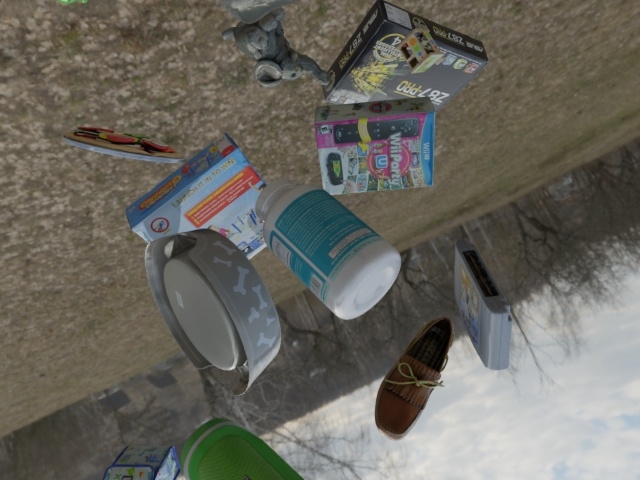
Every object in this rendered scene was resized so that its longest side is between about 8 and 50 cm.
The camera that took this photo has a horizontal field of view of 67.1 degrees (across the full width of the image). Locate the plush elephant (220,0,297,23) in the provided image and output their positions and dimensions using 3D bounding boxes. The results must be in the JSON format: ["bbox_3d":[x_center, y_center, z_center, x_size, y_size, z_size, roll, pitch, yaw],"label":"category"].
[{"bbox_3d":[-0.026,-0.450,0.557,0.329,0.256,0.271,-1,179,22],"label":"plush elephant"}]

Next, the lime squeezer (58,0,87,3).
[{"bbox_3d":[-0.458,-0.472,0.869,0.059,0.109,0.310,-62,178,31],"label":"lime squeezer"}]

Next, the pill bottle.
[{"bbox_3d":[0.000,0.000,0.833,0.146,0.264,0.146,-34,149,-24],"label":"pill bottle"}]

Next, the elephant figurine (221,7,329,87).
[{"bbox_3d":[-0.121,-0.510,1.348,0.169,0.186,0.239,-40,133,-2],"label":"elephant figurine"}]

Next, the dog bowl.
[{"bbox_3d":[-0.215,0.133,0.968,0.102,0.349,0.349,-29,172,-36],"label":"dog bowl"}]

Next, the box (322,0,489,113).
[{"bbox_3d":[0.247,-0.508,1.445,0.394,0.097,0.318,6,153,-31],"label":"box"}]

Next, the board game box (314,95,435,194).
[{"bbox_3d":[0.146,-0.250,1.294,0.303,0.098,0.224,-5,129,6],"label":"board game box"}]

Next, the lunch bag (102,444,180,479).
[{"bbox_3d":[-0.412,0.540,1.087,0.128,0.097,0.151,-6,-161,14],"label":"lunch bag"}]

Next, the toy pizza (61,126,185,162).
[{"bbox_3d":[-0.336,-0.170,0.837,0.201,0.032,0.201,12,-169,-2],"label":"toy pizza"}]

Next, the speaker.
[{"bbox_3d":[-0.090,0.395,0.727,0.131,0.131,0.296,-16,-152,-41],"label":"speaker"}]

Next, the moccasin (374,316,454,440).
[{"bbox_3d":[0.264,0.361,1.300,0.380,0.139,0.147,-43,159,-34],"label":"moccasin"}]

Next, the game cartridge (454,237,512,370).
[{"bbox_3d":[0.378,0.152,1.153,0.062,0.198,0.297,-4,-149,1],"label":"game cartridge"}]

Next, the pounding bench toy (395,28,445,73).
[{"bbox_3d":[0.192,-0.359,0.906,0.083,0.065,0.052,-25,173,-45],"label":"pounding bench toy"}]

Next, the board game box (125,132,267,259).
[{"bbox_3d":[-0.262,-0.059,1.215,0.308,0.086,0.302,-37,137,-1],"label":"board game box"}]
